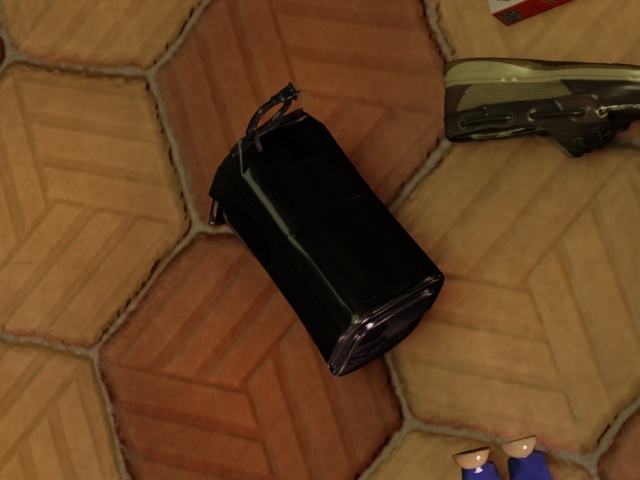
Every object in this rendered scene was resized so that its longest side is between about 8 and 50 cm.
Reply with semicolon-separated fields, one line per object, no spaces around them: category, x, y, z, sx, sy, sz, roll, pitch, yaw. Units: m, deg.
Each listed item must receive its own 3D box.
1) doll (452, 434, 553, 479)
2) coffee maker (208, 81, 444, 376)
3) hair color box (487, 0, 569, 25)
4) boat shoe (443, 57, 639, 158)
doll;0.150;0.248;1.351;0.129;0.046;0.189;-15;83;11
coffee maker;0.000;0.000;1.382;0.120;0.171;0.178;-37;72;-3
hair color box;0.195;-0.229;1.400;0.141;0.043;0.072;-21;76;20
boat shoe;0.197;-0.099;1.367;0.223;0.080;0.073;6;91;29
